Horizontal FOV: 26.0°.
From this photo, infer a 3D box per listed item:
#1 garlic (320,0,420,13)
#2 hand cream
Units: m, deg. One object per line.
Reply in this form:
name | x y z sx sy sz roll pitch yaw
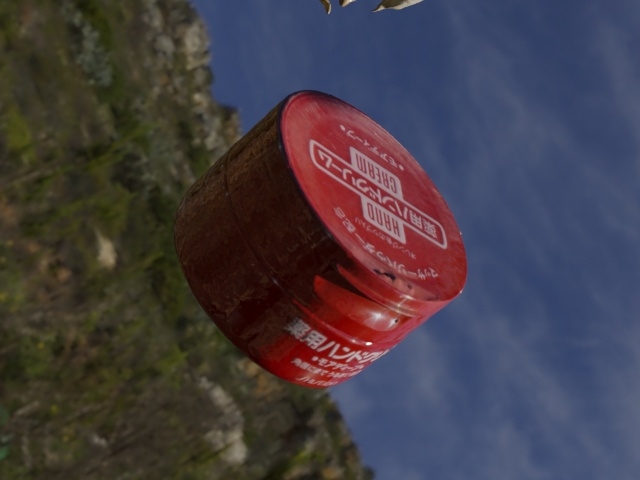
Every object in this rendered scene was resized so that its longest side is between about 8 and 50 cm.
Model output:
garlic | 0.023 -0.339 1.452 0.281 0.185 0.203 3 -60 8
hand cream | 0.000 0.000 1.002 0.125 0.193 0.193 -41 -102 30
